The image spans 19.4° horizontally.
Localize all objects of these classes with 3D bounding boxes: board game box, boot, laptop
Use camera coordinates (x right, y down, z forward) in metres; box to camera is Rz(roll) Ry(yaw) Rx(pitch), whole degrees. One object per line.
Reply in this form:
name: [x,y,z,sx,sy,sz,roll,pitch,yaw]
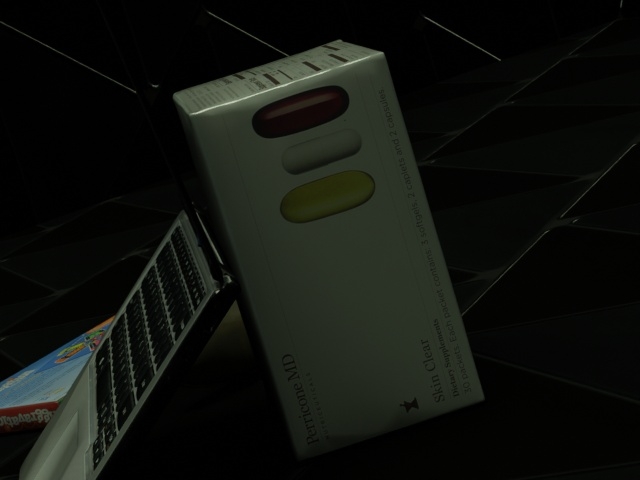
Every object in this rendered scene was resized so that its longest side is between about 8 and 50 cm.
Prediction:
board game box: [-0.218,0.120,1.785,0.145,0.027,0.281,-9,13,32]
boot: [-0.028,0.068,1.589,0.219,0.082,0.106,-22,8,-36]
laptop: [-0.195,-0.010,1.292,0.408,0.236,0.382,-57,10,3]

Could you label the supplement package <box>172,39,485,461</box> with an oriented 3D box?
supplement package: [0.000,0.000,1.387,0.145,0.262,0.204,-18,10,-5]
